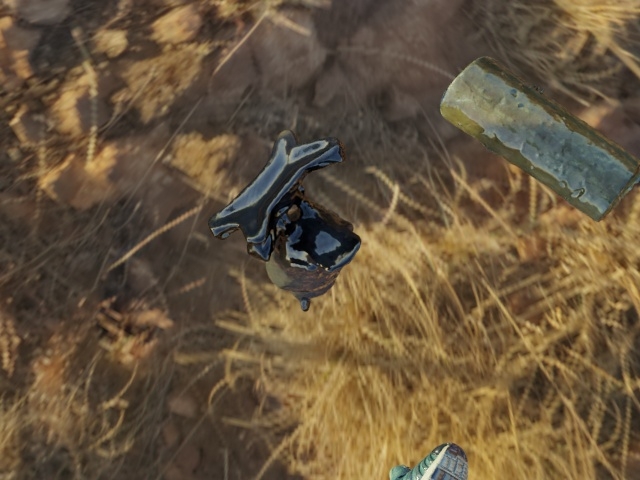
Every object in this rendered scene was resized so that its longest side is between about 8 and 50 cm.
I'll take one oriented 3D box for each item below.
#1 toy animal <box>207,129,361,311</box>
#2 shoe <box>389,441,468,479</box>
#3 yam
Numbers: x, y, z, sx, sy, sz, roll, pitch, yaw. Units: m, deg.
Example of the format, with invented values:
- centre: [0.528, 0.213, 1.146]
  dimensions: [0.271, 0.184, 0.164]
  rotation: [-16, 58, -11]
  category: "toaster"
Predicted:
- centre: [0.003, 0.003, 1.245]
  dimensions: [0.117, 0.210, 0.121]
  rotation: [26, 75, 27]
  category: "toy animal"
- centre: [0.095, 0.263, 1.462]
  dimensions: [0.143, 0.071, 0.064]
  rotation: [-48, 135, 6]
  category: "shoe"
- centre: [0.185, -0.086, 1.168]
  dimensions: [0.169, 0.068, 0.068]
  rotation: [37, 102, 15]
  category: "yam"
